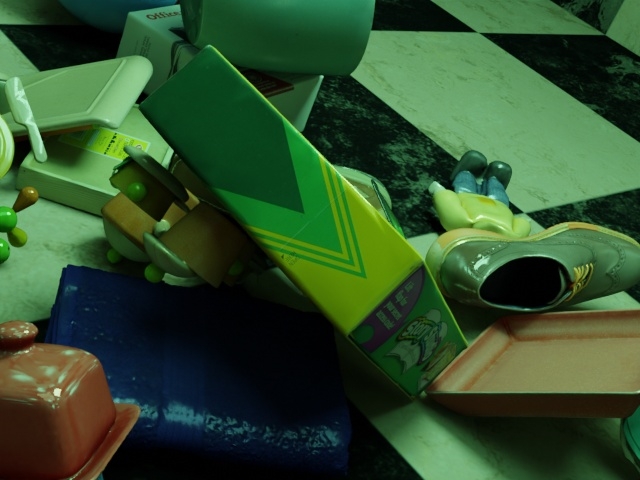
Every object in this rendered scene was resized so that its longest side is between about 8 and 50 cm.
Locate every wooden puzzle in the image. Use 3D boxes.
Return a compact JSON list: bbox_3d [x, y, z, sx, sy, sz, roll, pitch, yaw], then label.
[{"bbox_3d":[-0.362,-0.185,1.294,0.238,0.044,0.221,-3,31,7],"label":"wooden puzzle"}]

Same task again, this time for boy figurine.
[{"bbox_3d":[0.253,-0.043,1.507,0.177,0.092,0.285,23,27,-6],"label":"boy figurine"}]

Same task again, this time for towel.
[{"bbox_3d":[-0.128,0.138,0.984,0.308,0.076,0.228,12,35,-16],"label":"towel"}]

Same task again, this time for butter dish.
[{"bbox_3d":[-0.238,0.121,0.758,0.160,0.118,0.160,1,14,6],"label":"butter dish"}]

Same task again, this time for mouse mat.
[{"bbox_3d":[0.112,0.011,1.249,0.190,0.007,0.152,49,17,-68],"label":"mouse mat"}]

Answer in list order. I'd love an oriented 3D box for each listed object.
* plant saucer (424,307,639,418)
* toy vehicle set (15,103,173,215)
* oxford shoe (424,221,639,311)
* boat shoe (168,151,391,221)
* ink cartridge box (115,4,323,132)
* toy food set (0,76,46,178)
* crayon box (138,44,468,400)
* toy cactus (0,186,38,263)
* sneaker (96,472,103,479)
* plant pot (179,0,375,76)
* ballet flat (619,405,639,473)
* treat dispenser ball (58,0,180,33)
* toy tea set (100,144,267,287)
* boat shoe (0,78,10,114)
[{"bbox_3d":[0.294,0.150,1.158,0.259,0.048,0.258,-5,14,34],"label":"plant saucer"},{"bbox_3d":[-0.290,-0.121,1.308,0.166,0.035,0.267,18,31,-7],"label":"toy vehicle set"},{"bbox_3d":[0.330,0.054,1.345,0.363,0.130,0.133,-3,20,-24],"label":"oxford shoe"},{"bbox_3d":[-0.046,-0.059,1.300,0.324,0.122,0.120,13,35,-16],"label":"boat shoe"},{"bbox_3d":[-0.166,-0.270,1.551,0.273,0.114,0.197,34,33,19],"label":"ink cartridge box"},{"bbox_3d":[-0.442,-0.104,1.140,0.218,0.071,0.128,-25,86,-37],"label":"toy food set"},{"bbox_3d":[0.000,0.000,1.019,0.313,0.106,0.363,48,-1,23],"label":"crayon box"},{"bbox_3d":[-0.390,-0.045,0.984,0.180,0.112,0.219,38,3,-8],"label":"toy cactus"},{"bbox_3d":[-0.270,0.214,0.754,0.209,0.082,0.069,-9,45,-40],"label":"sneaker"},{"bbox_3d":[-0.081,-0.385,1.415,0.235,0.293,0.293,-6,39,-18],"label":"plant pot"},{"bbox_3d":[0.530,0.305,1.143,0.409,0.147,0.147,34,32,11],"label":"ballet flat"},{"bbox_3d":[-0.330,-0.495,1.619,0.288,0.288,0.288,17,31,-11],"label":"treat dispenser ball"},{"bbox_3d":[-0.169,0.004,1.047,0.200,0.124,0.336,40,-4,2],"label":"toy tea set"},{"bbox_3d":[-0.441,-0.182,1.219,0.137,0.049,0.043,-11,28,5],"label":"boat shoe"}]
